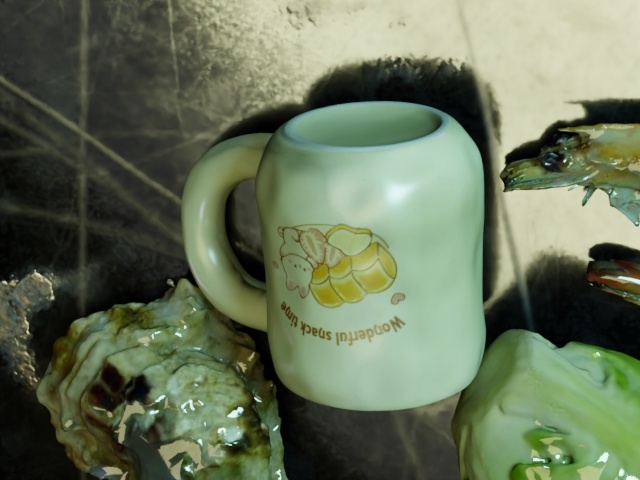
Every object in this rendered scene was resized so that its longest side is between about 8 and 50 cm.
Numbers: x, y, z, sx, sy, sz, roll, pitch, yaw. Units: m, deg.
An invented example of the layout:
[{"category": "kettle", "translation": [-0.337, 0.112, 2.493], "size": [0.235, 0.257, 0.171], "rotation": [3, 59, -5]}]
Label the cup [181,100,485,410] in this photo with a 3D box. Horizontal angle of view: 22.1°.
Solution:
[{"category": "cup", "translation": [0.018, -0.004, 1.289], "size": [0.173, 0.255, 0.202], "rotation": [-15, 113, -29]}]

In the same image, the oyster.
[{"category": "oyster", "translation": [-0.106, 0.206, 1.379], "size": [0.198, 0.133, 0.337], "rotation": [-28, 97, 26]}]

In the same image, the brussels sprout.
[{"category": "brussels sprout", "translation": [0.213, 0.197, 1.272], "size": [0.219, 0.210, 0.271], "rotation": [-31, 102, 39]}]

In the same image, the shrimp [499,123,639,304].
[{"category": "shrimp", "translation": [0.267, -0.014, 1.274], "size": [0.253, 0.058, 0.173], "rotation": [-1, 117, 9]}]
